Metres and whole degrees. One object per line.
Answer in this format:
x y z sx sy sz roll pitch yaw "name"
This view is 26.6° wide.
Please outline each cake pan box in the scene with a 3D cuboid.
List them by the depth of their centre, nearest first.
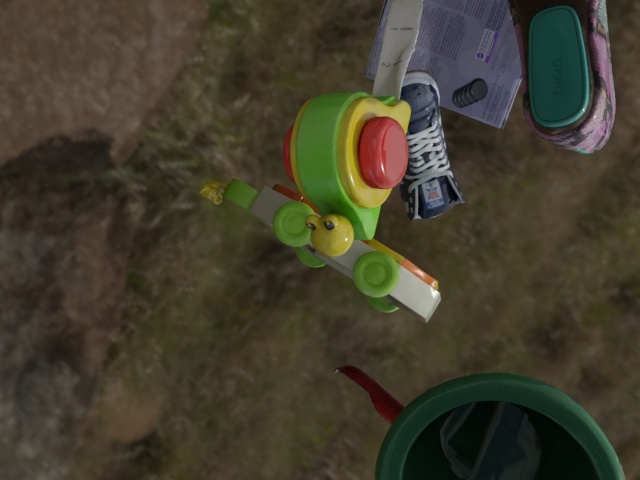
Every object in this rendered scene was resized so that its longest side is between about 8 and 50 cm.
0.218 -0.338 2.135 0.070 0.245 0.267 -62 169 -56 "cake pan box"

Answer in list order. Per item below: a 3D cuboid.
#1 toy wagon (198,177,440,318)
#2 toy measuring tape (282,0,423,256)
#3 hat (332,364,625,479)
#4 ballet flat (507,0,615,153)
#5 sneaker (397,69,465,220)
0.000 0.000 1.772 0.068 0.344 0.267 -57 172 -3 "toy wagon"
0.037 -0.142 1.317 0.121 0.121 0.330 60 41 -63 "toy measuring tape"
0.130 0.152 1.048 0.173 0.208 0.183 -41 -176 14 "hat"
0.178 -0.165 0.985 0.079 0.077 0.222 29 56 -59 "ballet flat"
0.152 -0.132 2.031 0.099 0.153 0.282 -18 156 -2 "sneaker"
